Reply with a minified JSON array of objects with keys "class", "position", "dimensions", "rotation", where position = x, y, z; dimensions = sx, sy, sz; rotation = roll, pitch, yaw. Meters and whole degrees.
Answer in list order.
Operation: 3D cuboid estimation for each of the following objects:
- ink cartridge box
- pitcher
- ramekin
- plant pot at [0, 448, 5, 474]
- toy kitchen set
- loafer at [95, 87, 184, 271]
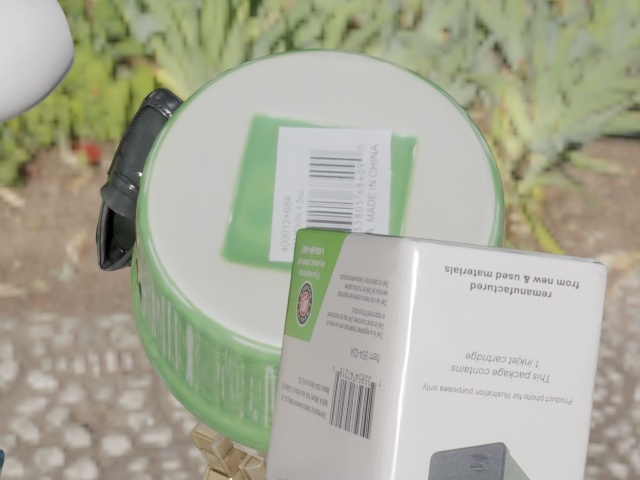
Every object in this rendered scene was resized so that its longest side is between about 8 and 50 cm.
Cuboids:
[{"class":"ink cartridge box","position":[0.048,0.136,0.959],"dimensions":[0.115,0.273,0.198],"rotation":[7,0,-17]},{"class":"pitcher","position":[-0.315,-0.164,1.486],"dimensions":[0.207,0.178,0.125],"rotation":[-24,56,-24]},{"class":"ramekin","position":[0.000,0.000,1.364],"dimensions":[0.303,0.148,0.303],"rotation":[0,62,-1]},{"class":"plant pot","position":[-0.431,0.271,1.431],"dimensions":[0.252,0.248,0.247],"rotation":[21,61,-20]},{"class":"toy kitchen set","position":[-0.092,0.226,1.634],"dimensions":[0.068,0.083,0.075],"rotation":[19,58,34]},{"class":"loafer","position":[-0.171,-0.052,1.725],"dimensions":[0.076,0.223,0.078],"rotation":[37,48,16]}]
